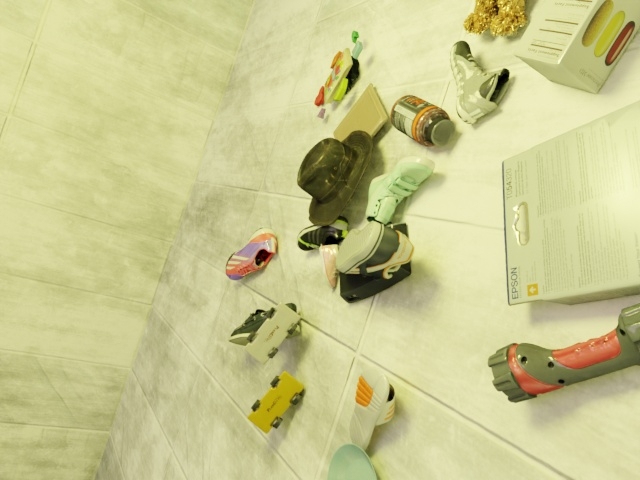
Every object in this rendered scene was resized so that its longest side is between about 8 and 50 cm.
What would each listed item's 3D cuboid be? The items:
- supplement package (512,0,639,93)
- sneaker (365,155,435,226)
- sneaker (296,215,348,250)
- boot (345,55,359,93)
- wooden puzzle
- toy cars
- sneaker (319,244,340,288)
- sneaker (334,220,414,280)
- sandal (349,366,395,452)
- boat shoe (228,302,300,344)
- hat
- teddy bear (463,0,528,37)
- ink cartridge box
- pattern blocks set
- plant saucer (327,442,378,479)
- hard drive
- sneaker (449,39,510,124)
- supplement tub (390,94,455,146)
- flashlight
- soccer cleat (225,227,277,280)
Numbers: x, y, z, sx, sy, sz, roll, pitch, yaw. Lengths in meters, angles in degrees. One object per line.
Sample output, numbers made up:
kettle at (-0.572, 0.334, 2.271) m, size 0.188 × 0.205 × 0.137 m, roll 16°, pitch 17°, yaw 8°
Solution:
supplement package at (0.524, -0.437, 0.991) m, size 0.244 × 0.139 × 0.134 m, roll -63°, pitch 31°, yaw 16°
sneaker at (0.210, -0.119, 1.350) m, size 0.256 × 0.094 × 0.151 m, roll -30°, pitch 43°, yaw 60°
sneaker at (0.000, 0.000, 1.625) m, size 0.235 × 0.084 × 0.097 m, roll -33°, pitch 49°, yaw 46°
boot at (0.098, -0.596, 1.835) m, size 0.099 × 0.045 × 0.121 m, roll -44°, pitch 38°, yaw 46°
wooden puzzle at (0.132, -0.372, 1.667) m, size 0.221 × 0.044 × 0.238 m, roll -49°, pitch 33°, yaw 32°
toy cars at (-0.138, 0.384, 1.561) m, size 0.087 × 0.177 × 0.393 m, roll 23°, pitch -116°, yaw -86°
sneaker at (0.043, 0.076, 1.549) m, size 0.070 × 0.051 × 0.134 m, roll -13°, pitch 83°, yaw 16°
sneaker at (0.129, 0.038, 1.282) m, size 0.321 × 0.128 × 0.126 m, roll 155°, pitch 137°, yaw -77°
sandal at (0.132, 0.402, 1.223) m, size 0.102 × 0.076 × 0.265 m, roll -124°, pitch 38°, yaw -47°
boat shoe at (-0.195, 0.285, 1.737) m, size 0.340 × 0.127 × 0.112 m, roll -28°, pitch 50°, yaw 46°
hat at (0.013, -0.215, 1.569) m, size 0.331 × 0.134 × 0.331 m, roll -41°, pitch 36°, yaw 40°
teddy bear at (0.463, -0.655, 1.231) m, size 0.337 × 0.113 × 0.245 m, roll -58°, pitch 36°, yaw 21°
ink cartridge box at (0.487, -0.055, 0.912) m, size 0.330 × 0.072 × 0.323 m, roll -24°, pitch 55°, yaw 54°
pattern blocks set at (0.058, -0.592, 1.834) m, size 0.324 × 0.026 × 0.285 m, roll -60°, pitch 23°, yaw 30°
plant saucer at (0.086, 0.588, 1.212) m, size 0.195 × 0.038 × 0.194 m, roll -25°, pitch 59°, yaw 51°
hard drive at (0.139, 0.062, 1.402) m, size 0.255 × 0.054 × 0.171 m, roll -33°, pitch 48°, yaw 45°
sneaker at (0.397, -0.407, 1.240) m, size 0.132 × 0.086 × 0.228 m, roll -19°, pitch 68°, yaw 47°
supplement tub at (0.274, -0.314, 1.348) m, size 0.106 × 0.106 × 0.198 m, roll -61°, pitch 33°, yaw 16°
flashlight at (0.429, 0.182, 0.843) m, size 0.304 × 0.103 × 0.103 m, roll -41°, pitch 40°, yaw 42°
soccer cleat at (-0.277, 0.081, 1.999) m, size 0.318 × 0.109 × 0.116 m, roll -44°, pitch 44°, yaw 33°
